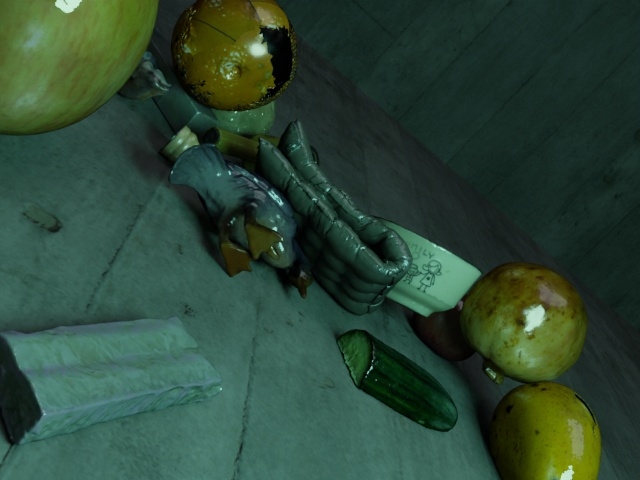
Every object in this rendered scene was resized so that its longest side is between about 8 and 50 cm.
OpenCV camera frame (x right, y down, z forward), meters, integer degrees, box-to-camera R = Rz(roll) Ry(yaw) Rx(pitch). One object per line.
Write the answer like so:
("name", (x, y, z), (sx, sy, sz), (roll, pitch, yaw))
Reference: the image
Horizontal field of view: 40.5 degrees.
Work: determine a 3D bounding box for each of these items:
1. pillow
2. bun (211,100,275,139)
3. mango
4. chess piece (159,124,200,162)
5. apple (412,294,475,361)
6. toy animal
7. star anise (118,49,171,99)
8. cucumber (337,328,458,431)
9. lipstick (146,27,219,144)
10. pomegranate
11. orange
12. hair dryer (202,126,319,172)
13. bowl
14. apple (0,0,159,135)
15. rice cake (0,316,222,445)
("pillow", (0.005, -0.027, 1.483), (0.326, 0.101, 0.228), (49, -23, 10))
("bun", (-0.189, -0.322, 1.815), (0.259, 0.152, 0.259), (39, 16, -13))
("mango", (0.386, 0.353, 1.469), (0.160, 0.191, 0.290), (31, 25, -13))
("chess piece", (-0.211, -0.133, 1.487), (0.122, 0.066, 0.066), (46, 17, -11))
("apple", (0.260, 0.160, 1.728), (0.153, 0.120, 0.153), (38, 18, -14))
("toy animal", (-0.112, -0.029, 1.365), (0.298, 0.122, 0.185), (48, 22, -9))
("star anise", (-0.364, -0.333, 1.554), (0.236, 0.093, 0.229), (48, 19, 19))
("cucumber", (0.142, 0.232, 1.416), (0.244, 0.063, 0.115), (35, 20, -28))
("lipstick", (-0.299, -0.314, 1.689), (0.066, 0.068, 0.317), (21, 28, -52))
("pomegranate", (0.370, 0.155, 1.582), (0.248, 0.248, 0.248), (38, 18, -15))
("orange", (-0.155, -0.344, 1.580), (0.234, 0.234, 0.182), (37, 30, -19))
("hair dryer", (-0.129, -0.168, 1.617), (0.135, 0.090, 0.278), (20, 4, 31))
("bowl", (0.171, 0.061, 1.614), (0.237, 0.126, 0.238), (26, -3, 1))
("apple", (-0.389, -0.327, 1.083), (0.391, 0.346, 0.391), (35, 25, -19))
("rice cake", (-0.213, 0.132, 0.891), (0.106, 0.050, 0.298), (50, 19, 20))
